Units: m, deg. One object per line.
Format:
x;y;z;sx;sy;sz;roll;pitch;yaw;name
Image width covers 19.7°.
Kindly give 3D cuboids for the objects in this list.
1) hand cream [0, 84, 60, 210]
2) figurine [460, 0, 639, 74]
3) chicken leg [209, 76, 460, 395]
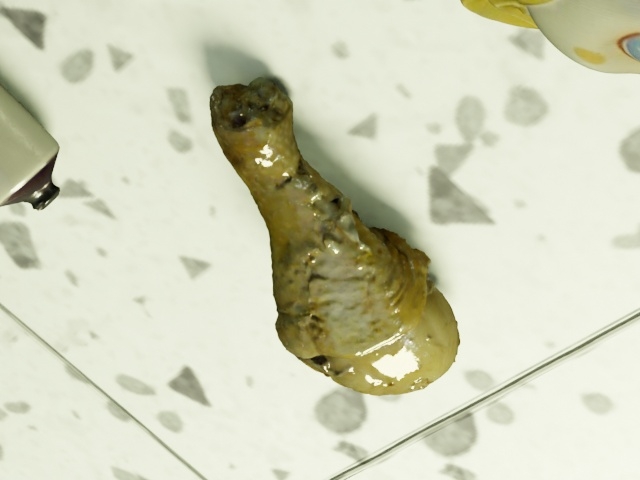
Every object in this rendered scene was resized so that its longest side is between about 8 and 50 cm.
-0.213;-0.087;1.006;0.186;0.054;0.087;47;138;-10;hand cream
0.193;-0.107;0.712;0.274;0.194;0.133;15;94;35;figurine
-0.001;0.002;0.970;0.085;0.069;0.198;-19;112;35;chicken leg
